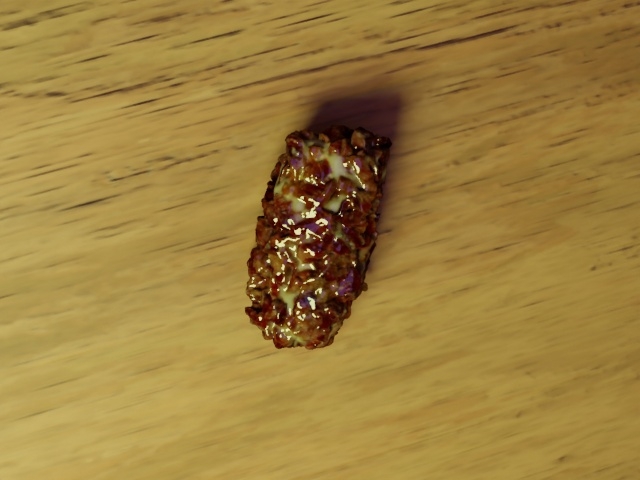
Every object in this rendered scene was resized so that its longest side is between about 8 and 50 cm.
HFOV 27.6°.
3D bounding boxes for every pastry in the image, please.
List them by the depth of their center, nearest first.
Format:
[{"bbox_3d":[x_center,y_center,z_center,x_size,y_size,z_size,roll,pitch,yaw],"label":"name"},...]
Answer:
[{"bbox_3d":[-0.002,-0.001,1.134,0.115,0.097,0.209,16,101,-4],"label":"pastry"}]
